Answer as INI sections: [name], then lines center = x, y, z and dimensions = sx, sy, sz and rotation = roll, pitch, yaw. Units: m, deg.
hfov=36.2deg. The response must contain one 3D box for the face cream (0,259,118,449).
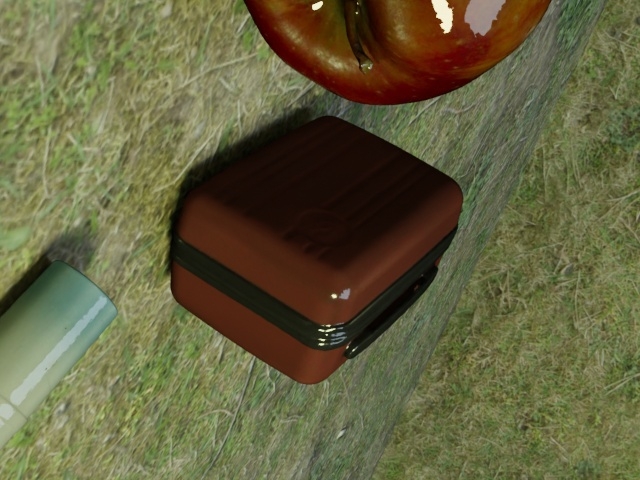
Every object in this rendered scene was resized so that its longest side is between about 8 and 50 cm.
[face cream]
center = -0.279, 0.131, 0.822
dimensions = 0.250, 0.077, 0.077
rotation = -51, 158, -21

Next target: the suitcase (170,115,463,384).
[suitcase]
center = 0.000, 0.000, 1.079
dimensions = 0.297, 0.236, 0.161
rotation = -36, 150, -48

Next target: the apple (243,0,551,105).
[apple]
center = 0.063, -0.276, 0.804
dimensions = 0.288, 0.288, 0.316
rotation = 75, 38, -63
